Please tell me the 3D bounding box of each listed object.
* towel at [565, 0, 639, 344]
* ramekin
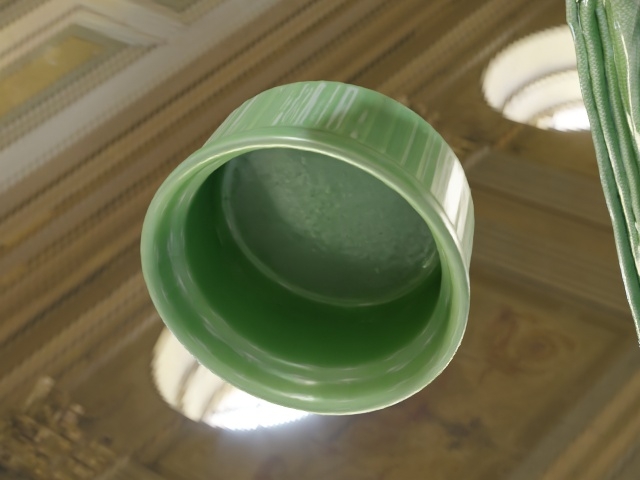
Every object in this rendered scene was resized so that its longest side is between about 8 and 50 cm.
[{"bbox_3d":[0.217,-0.117,0.607,0.325,0.038,0.247,-49,-40,-24],"label":"towel"},{"bbox_3d":[0.000,0.000,1.335,0.148,0.304,0.303,-65,-28,-53],"label":"ramekin"}]
